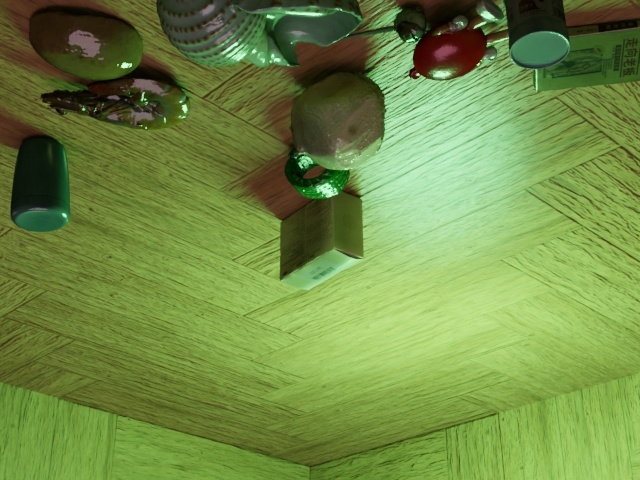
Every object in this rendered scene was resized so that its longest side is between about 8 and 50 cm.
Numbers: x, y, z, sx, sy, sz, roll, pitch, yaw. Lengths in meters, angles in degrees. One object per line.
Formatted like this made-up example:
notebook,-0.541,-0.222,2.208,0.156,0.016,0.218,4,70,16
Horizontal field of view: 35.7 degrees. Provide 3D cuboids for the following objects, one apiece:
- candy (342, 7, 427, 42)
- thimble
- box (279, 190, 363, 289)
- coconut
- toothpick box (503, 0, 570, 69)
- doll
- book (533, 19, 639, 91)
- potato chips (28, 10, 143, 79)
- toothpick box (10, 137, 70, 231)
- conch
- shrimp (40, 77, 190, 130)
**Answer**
candy,0.095,-0.373,1.785,0.203,0.061,0.061,-6,152,27
thimble,-0.009,-0.149,2.123,0.130,0.118,0.090,17,165,29
box,0.000,0.000,2.338,0.095,0.168,0.212,22,145,-32
coconut,0.030,-0.223,1.922,0.194,0.194,0.194,0,151,0
toothpick box,0.359,-0.377,1.661,0.101,0.153,0.101,0,151,0
doll,0.255,-0.349,1.785,0.217,0.085,0.183,-28,149,37
book,0.515,-0.343,1.856,0.231,0.026,0.161,-5,151,9
potato chips,-0.432,-0.345,1.819,0.195,0.061,0.208,-14,151,28
toothpick box,-0.589,-0.121,2.104,0.120,0.184,0.120,-4,154,-2
conch,-0.092,-0.394,1.580,0.303,0.215,0.319,-9,-178,27
shrimp,-0.394,-0.275,1.935,0.287,0.063,0.152,5,154,-19
